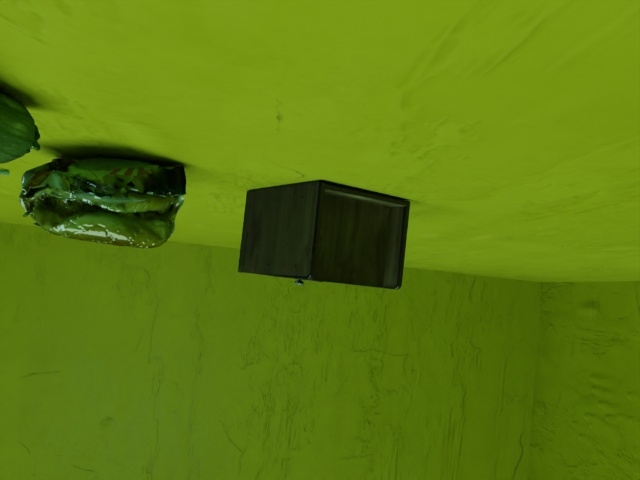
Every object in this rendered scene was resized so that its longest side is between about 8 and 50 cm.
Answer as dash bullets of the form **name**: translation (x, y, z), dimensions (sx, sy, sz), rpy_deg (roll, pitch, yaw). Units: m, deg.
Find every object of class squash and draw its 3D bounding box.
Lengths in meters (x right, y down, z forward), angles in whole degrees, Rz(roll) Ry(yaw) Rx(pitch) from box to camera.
- **squash**: translation (-0.312, -0.112, 0.571), dimensions (0.078, 0.068, 0.219), rpy_deg (1, 176, 3)

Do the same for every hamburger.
- **hamburger**: translation (-0.295, -0.052, 0.906), dimensions (0.214, 0.125, 0.235), rpy_deg (-3, -166, -30)

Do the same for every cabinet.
- **cabinet**: translation (0.000, 0.000, 1.048), dimensions (0.175, 0.148, 0.215), rpy_deg (9, 175, -35)

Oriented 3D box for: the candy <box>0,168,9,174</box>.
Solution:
- **candy**: translation (-0.616, -0.116, 1.089), dimensions (0.194, 0.062, 0.058), rpy_deg (-3, -175, -41)
